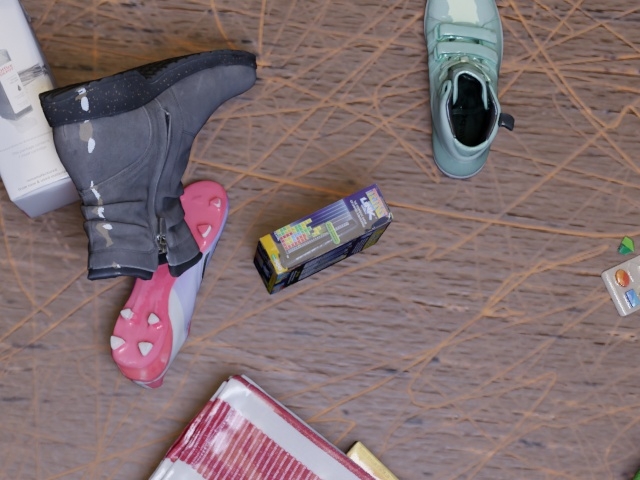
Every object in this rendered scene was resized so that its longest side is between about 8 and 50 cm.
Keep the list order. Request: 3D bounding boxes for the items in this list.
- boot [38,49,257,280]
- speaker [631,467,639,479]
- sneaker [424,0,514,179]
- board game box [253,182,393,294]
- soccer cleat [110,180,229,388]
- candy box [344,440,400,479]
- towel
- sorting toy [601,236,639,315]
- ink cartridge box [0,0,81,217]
[{"bbox_3d":[-0.168,-0.081,1.851,0.118,0.338,0.222,-8,100,37],"label":"boot"},{"bbox_3d":[0.419,0.269,1.903,0.131,0.131,0.296,35,81,0],"label":"speaker"},{"bbox_3d":[0.172,-0.207,1.932,0.094,0.151,0.256,0,81,-4],"label":"sneaker"},{"bbox_3d":[0.000,0.000,1.880,0.141,0.170,0.048,-27,84,-9],"label":"board game box"},{"bbox_3d":[-0.166,0.048,1.913,0.083,0.095,0.248,12,63,17],"label":"soccer cleat"},{"bbox_3d":[0.071,0.326,1.903,0.187,0.053,0.109,44,83,3],"label":"candy box"},{"bbox_3d":[-0.102,0.337,1.828,0.237,0.037,0.329,37,86,10],"label":"towel"},{"bbox_3d":[0.360,0.039,1.986,0.062,0.012,0.083,-24,86,-7],"label":"sorting toy"},{"bbox_3d":[-0.329,-0.146,1.875,0.092,0.158,0.218,-21,85,-5],"label":"ink cartridge box"}]
